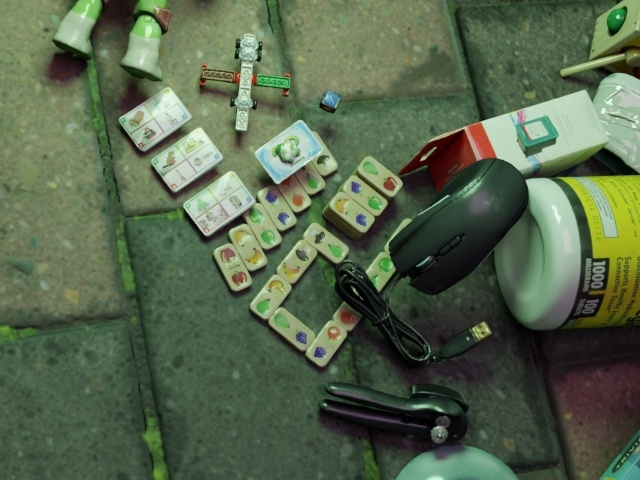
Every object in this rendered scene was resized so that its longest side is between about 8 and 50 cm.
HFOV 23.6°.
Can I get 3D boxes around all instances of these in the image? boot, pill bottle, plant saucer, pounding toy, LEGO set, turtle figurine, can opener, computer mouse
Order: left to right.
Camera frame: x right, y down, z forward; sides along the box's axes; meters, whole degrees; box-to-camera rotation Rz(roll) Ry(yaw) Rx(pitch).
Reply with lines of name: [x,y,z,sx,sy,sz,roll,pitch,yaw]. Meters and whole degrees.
turtle figurine: [-0.219,-0.337,1.878,0.197,0.274,0.266,22,85,-33]
LEGO set: [-0.099,-0.141,1.887,0.244,0.060,0.182,-37,86,-13]
can opener: [0.088,0.204,1.819,0.186,0.073,0.059,7,108,-12]
computer mouse: [0.163,0.038,1.819,0.262,0.060,0.184,-37,101,5]
plant saucer: [0.173,0.333,1.803,0.194,0.037,0.195,6,69,-16]
pounding toy: [0.420,-0.258,2.048,0.141,0.130,0.100,22,65,-18]
pill bottle: [0.402,0.011,1.905,0.333,0.188,0.188,-3,72,-18]
boot: [0.463,-0.108,2.031,0.258,0.095,0.123,29,73,1]

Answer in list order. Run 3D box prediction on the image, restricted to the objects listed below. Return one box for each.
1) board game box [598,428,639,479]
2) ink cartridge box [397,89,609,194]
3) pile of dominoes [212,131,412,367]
board game box: [0.531,0.323,1.845,0.336,0.079,0.254,39,90,-1]
ink cartridge box: [0.227,-0.104,1.919,0.231,0.134,0.078,-18,78,-22]
pile of dominoes: [0.000,0.000,1.863,0.196,0.040,0.251,38,64,-2]
